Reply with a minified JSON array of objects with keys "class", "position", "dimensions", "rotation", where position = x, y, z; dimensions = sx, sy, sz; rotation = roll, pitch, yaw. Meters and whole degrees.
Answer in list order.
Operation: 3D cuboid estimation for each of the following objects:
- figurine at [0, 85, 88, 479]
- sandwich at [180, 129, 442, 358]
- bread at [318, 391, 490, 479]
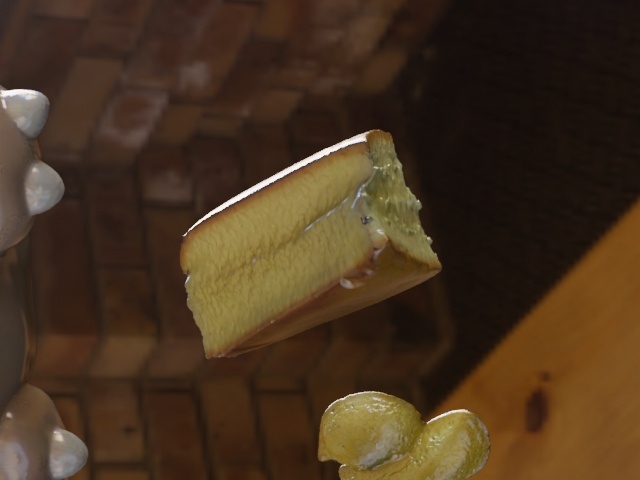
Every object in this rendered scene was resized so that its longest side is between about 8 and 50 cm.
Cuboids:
[{"class":"figurine","position":[-0.296,0.032,0.873],"dimensions":[0.203,0.380,0.248],"rotation":[-64,-25,-71]},{"class":"sandwich","position":[0.000,0.000,1.154],"dimensions":[0.258,0.096,0.094],"rotation":[-27,84,57]},{"class":"bread","position":[0.085,0.224,2.021],"dimensions":[0.149,0.187,0.065],"rotation":[62,-154,-26]}]
